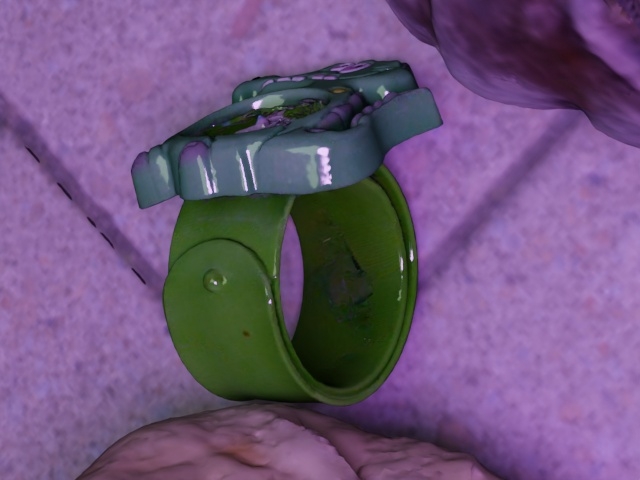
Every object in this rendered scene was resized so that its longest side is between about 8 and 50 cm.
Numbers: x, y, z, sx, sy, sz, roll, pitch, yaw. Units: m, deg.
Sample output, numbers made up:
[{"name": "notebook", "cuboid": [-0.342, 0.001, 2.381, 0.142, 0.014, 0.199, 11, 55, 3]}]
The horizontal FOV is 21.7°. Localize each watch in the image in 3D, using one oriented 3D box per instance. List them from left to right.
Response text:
[{"name": "watch", "cuboid": [0.000, 0.000, 0.831, 0.131, 0.165, 0.152, -4, 108, 34]}]

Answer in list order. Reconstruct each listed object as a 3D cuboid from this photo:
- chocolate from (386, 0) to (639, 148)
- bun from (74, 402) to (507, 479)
[{"name": "chocolate", "cuboid": [0.128, -0.177, 0.706, 0.213, 0.303, 0.303, -3, 88, 54]}, {"name": "bun", "cuboid": [0.002, 0.215, 0.705, 0.361, 0.361, 0.213, 51, 136, 17]}]
